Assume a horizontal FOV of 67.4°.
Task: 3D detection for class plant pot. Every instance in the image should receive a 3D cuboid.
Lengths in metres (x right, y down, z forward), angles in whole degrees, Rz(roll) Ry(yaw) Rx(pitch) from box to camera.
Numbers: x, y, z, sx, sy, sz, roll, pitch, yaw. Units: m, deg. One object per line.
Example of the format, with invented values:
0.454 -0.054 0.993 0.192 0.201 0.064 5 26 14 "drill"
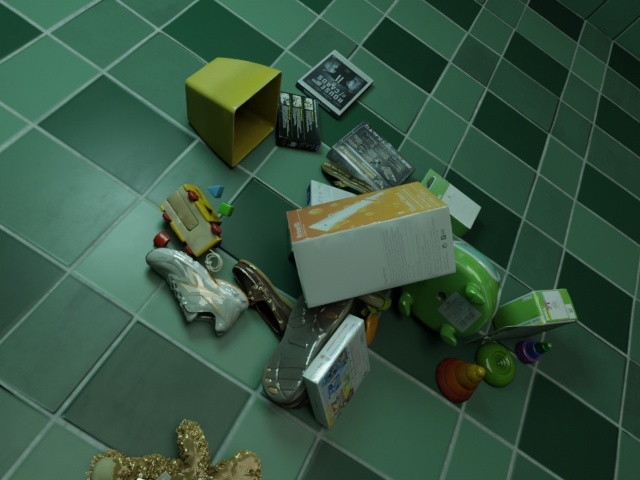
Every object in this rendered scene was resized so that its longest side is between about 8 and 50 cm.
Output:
-0.249 -0.373 1.315 0.187 0.212 0.212 32 56 9 "plant pot"

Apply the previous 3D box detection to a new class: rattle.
0.076 0.159 1.274 0.200 0.143 0.130 26 22 5 "rattle"

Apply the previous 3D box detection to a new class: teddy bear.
-0.283 0.489 0.930 0.338 0.113 0.245 -14 64 -20 "teddy bear"

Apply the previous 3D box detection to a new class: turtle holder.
0.335 0.110 1.318 0.320 0.243 0.227 18 31 33 "turtle holder"

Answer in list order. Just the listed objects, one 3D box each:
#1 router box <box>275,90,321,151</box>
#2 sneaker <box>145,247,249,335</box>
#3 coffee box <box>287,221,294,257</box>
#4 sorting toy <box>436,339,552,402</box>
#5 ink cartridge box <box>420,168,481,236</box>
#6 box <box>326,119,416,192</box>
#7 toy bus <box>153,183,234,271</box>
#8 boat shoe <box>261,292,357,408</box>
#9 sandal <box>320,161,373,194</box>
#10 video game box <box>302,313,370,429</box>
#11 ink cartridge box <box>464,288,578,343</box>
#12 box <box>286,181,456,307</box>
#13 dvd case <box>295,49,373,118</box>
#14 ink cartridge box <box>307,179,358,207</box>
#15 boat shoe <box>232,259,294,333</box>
-0.071 -0.365 1.469 0.133 0.046 0.179 6 63 -20 "router box"
-0.299 0.119 1.104 0.262 0.099 0.121 32 62 -4 "sneaker"
0.000 0.000 1.318 0.184 0.040 0.113 6 61 -20 "coffee box"
0.494 0.333 1.308 0.365 0.126 0.127 -10 69 -26 "sorting toy"
0.398 -0.121 1.533 0.209 0.062 0.109 38 57 -1 "ink cartridge box"
0.161 -0.243 1.499 0.231 0.056 0.183 43 58 3 "box"
-0.295 -0.039 1.178 0.191 0.104 0.202 10 94 14 "toy bus"
-0.012 0.234 1.148 0.132 0.130 0.355 18 60 32 "boat shoe"
0.073 -0.177 1.430 0.180 0.049 0.072 33 32 11 "sandal"
0.043 0.302 1.099 0.048 0.205 0.187 18 49 29 "video game box"
0.549 0.215 1.351 0.255 0.189 0.097 0 66 -23 "ink cartridge box"
0.108 0.001 1.128 0.345 0.215 0.168 -14 113 -3 "box"
0.051 -0.528 1.614 0.179 0.029 0.238 39 56 0 "dvd case"
0.072 -0.064 1.332 0.224 0.045 0.223 15 37 -13 "ink cartridge box"
-0.144 0.137 1.170 0.207 0.073 0.073 44 55 3 "boat shoe"
